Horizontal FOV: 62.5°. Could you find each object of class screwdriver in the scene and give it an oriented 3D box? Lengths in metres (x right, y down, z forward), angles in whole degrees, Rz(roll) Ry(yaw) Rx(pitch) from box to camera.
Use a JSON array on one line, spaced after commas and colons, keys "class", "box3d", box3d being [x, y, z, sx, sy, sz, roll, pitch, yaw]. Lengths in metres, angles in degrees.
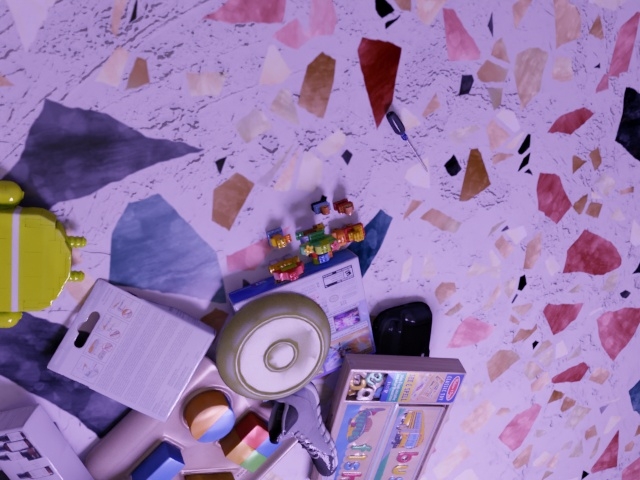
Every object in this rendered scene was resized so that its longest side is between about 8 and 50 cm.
[{"class": "screwdriver", "box3d": [0.183, -0.196, 1.073, 0.024, 0.025, 0.170, -45, 120, -3]}]

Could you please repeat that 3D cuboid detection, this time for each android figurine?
[{"class": "android figurine", "box3d": [-0.514, 0.026, 0.823, 0.273, 0.056, 0.248, 1, 109, -24]}]

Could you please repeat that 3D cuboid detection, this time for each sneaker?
[{"class": "sneaker", "box3d": [-0.050, 0.423, 1.130, 0.132, 0.086, 0.228, -21, 95, -44]}]

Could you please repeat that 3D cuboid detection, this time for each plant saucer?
[{"class": "plant saucer", "box3d": [-0.083, 0.219, 1.036, 0.241, 0.037, 0.240, -8, 112, -20]}]

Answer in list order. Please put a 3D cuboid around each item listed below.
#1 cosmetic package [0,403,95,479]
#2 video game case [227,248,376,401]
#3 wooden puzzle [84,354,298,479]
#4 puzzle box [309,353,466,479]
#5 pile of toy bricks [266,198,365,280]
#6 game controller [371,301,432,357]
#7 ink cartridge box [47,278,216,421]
[{"class": "cosmetic package", "box3d": [-0.504, 0.408, 0.955, 0.099, 0.060, 0.238, -13, 117, 11]}, {"class": "video game case", "box3d": [-0.031, 0.174, 1.098, 0.270, 0.061, 0.244, -20, 115, -16]}, {"class": "wooden puzzle", "box3d": [-0.242, 0.440, 1.094, 0.322, 0.080, 0.348, -44, 121, -3]}, {"class": "puzzle box", "box3d": [0.146, 0.437, 1.218, 0.272, 0.052, 0.408, 5, 118, -15]}, {"class": "pile of toy bricks", "box3d": [0.000, 0.000, 1.018, 0.212, 0.105, 0.118, -21, 117, -16]}, {"class": "game controller", "box3d": [0.188, 0.298, 1.256, 0.167, 0.067, 0.319, -13, 116, -35]}, {"class": "ink cartridge box", "box3d": [-0.340, 0.199, 0.973, 0.232, 0.066, 0.189, 30, 88, -8]}]
